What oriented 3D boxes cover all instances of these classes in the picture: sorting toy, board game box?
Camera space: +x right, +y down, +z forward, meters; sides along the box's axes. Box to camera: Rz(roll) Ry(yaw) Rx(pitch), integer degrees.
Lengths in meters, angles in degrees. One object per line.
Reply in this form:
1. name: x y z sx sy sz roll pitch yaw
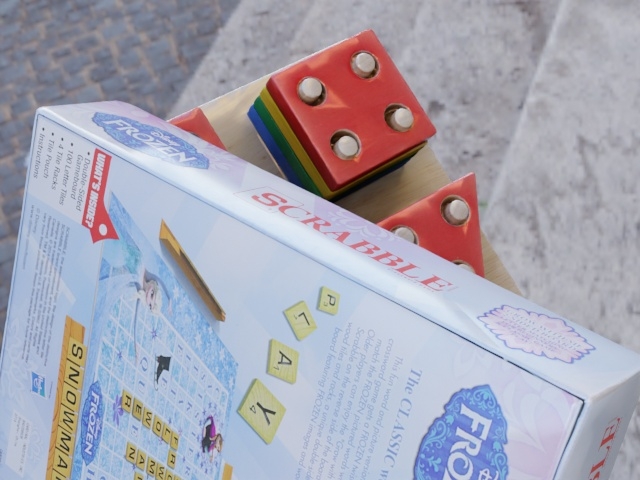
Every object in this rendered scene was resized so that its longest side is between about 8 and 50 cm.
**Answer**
1. sorting toy: 0.000 0.000 0.834 0.257 0.089 0.255 -29 83 -26
2. board game box: -0.038 0.133 0.602 0.318 0.319 0.066 28 26 30
